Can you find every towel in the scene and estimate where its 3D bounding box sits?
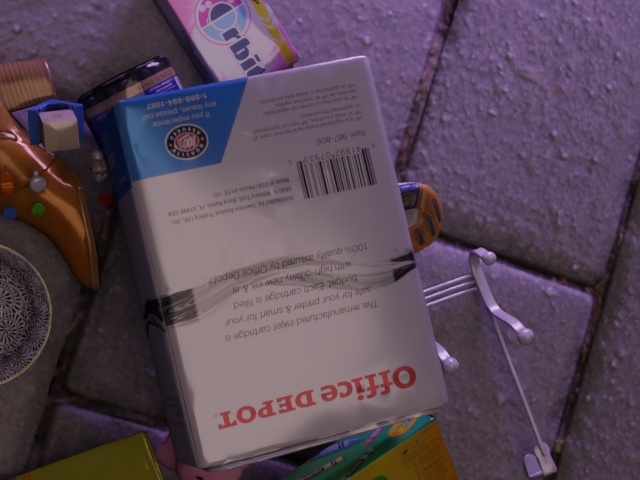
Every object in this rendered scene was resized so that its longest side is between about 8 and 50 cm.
[{"bbox_3d":[-0.291,0.304,1.595,0.237,0.021,0.102,-21,89,12],"label":"towel"}]

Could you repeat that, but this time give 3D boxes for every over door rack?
[{"bbox_3d":[0.162,0.197,1.753,0.239,0.108,0.324,-19,96,-16],"label":"over door rack"}]

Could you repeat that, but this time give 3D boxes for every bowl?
[{"bbox_3d":[-0.398,0.082,1.588,0.170,0.080,0.170,-1,94,-14],"label":"bowl"}]

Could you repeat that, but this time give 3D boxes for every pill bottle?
[{"bbox_3d":[-0.187,-0.098,1.633,0.122,0.123,0.219,-30,98,-15],"label":"pill bottle"}]

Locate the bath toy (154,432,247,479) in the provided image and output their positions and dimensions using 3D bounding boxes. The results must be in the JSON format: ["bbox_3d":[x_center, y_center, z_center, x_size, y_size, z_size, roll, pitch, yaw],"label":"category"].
[{"bbox_3d":[-0.123,0.242,1.632,0.129,0.151,0.348,25,85,17],"label":"bath toy"}]

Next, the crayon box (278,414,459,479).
[{"bbox_3d":[0.036,0.334,1.630,0.278,0.081,0.165,-31,115,-18],"label":"crayon box"}]

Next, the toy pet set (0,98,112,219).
[{"bbox_3d":[-0.303,-0.094,1.544,0.122,0.065,0.114,-8,116,-17],"label":"toy pet set"}]

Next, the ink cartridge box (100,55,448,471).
[{"bbox_3d":[-0.056,0.026,1.506,0.285,0.166,0.395,-12,88,-16],"label":"ink cartridge box"}]

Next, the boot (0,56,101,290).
[{"bbox_3d":[-0.384,-0.058,1.594,0.211,0.104,0.295,-17,92,-11],"label":"boot"}]

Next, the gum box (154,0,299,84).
[{"bbox_3d":[-0.119,-0.265,1.685,0.107,0.062,0.188,-34,100,-14],"label":"gum box"}]

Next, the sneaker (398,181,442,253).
[{"bbox_3d":[0.000,0.000,1.689,0.296,0.131,0.112,-13,102,-21],"label":"sneaker"}]
